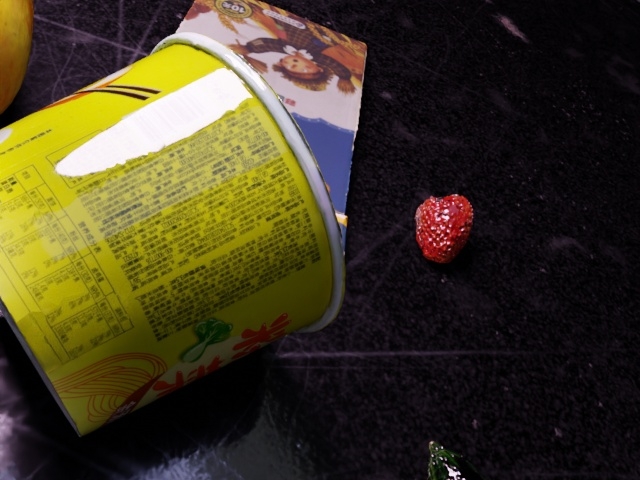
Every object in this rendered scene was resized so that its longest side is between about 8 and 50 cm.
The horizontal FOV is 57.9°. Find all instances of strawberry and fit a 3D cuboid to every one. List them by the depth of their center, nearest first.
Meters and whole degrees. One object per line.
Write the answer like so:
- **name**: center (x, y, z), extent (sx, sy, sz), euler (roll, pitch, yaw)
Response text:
- **strawberry**: center (0.168, -0.016, 0.793), extent (0.083, 0.083, 0.096), euler (10, 82, -17)

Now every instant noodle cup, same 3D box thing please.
- **instant noodle cup**: center (-0.161, 0.003, 0.495), extent (0.222, 0.311, 0.311), euler (-30, 70, -29)

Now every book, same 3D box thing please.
- **book**: center (-0.084, -0.227, 0.868), extent (0.300, 0.039, 0.427), euler (19, 48, -10)

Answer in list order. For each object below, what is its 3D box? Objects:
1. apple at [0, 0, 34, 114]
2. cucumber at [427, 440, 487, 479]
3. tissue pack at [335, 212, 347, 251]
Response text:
- **apple**: center (-0.435, -0.242, 0.561), extent (0.302, 0.301, 0.301), euler (13, 49, -15)
- **cucumber**: center (0.177, 0.321, 0.525), extent (0.072, 0.072, 0.300), euler (-12, 58, -32)
- **tissue pack**: center (0.000, 0.000, 0.720), extent (0.062, 0.042, 0.083), euler (19, 48, -13)
